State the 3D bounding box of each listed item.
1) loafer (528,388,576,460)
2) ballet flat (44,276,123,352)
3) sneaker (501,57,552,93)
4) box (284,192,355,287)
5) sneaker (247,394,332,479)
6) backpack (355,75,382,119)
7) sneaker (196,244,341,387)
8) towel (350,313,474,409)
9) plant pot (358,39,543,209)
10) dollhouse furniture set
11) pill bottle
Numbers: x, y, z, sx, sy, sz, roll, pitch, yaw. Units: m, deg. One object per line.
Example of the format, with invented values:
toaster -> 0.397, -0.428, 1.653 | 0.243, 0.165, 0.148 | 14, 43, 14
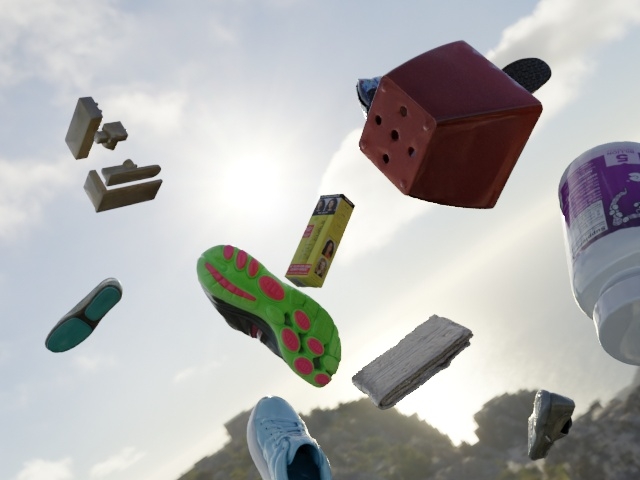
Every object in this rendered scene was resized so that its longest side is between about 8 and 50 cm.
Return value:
loafer -> 0.510, 0.417, 1.818 | 0.251, 0.087, 0.094 | 82, -164, -53
ballet flat -> -0.403, 0.128, 1.414 | 0.168, 0.057, 0.052 | -40, 27, 3
sneaker -> 0.416, -0.337, 1.882 | 0.234, 0.084, 0.097 | -29, -9, 17
box -> 0.000, 0.000, 1.952 | 0.087, 0.058, 0.232 | 0, 59, 46
sneaker -> -0.041, 0.403, 1.546 | 0.135, 0.366, 0.150 | 9, -58, -25
backpack -> 0.161, -0.340, 2.082 | 0.116, 0.173, 0.158 | -24, -41, 3
sneaker -> -0.131, 0.192, 2.168 | 0.185, 0.483, 0.202 | -47, 9, -20
towel -> 0.213, 0.279, 1.920 | 0.282, 0.049, 0.187 | -34, 16, -11
plant pot -> 0.237, -0.226, 1.676 | 0.235, 0.267, 0.267 | -12, -43, -35
dollhouse furniture set -> -0.367, -0.163, 1.494 | 0.123, 0.151, 0.144 | -17, -25, -40
pill bottle -> 0.412, 0.014, 1.089 | 0.169, 0.169, 0.302 | -39, 25, 33
